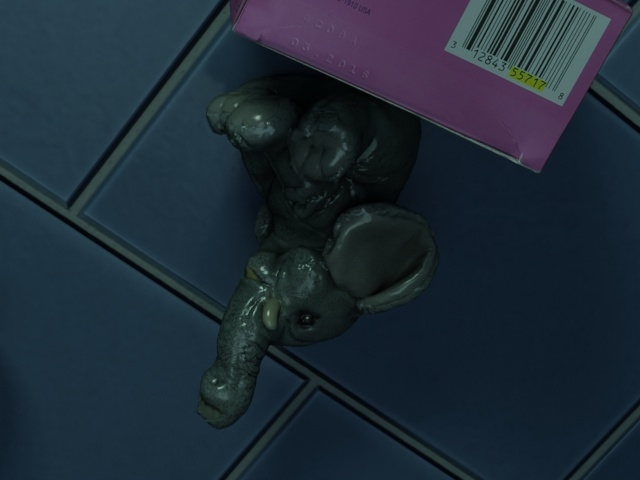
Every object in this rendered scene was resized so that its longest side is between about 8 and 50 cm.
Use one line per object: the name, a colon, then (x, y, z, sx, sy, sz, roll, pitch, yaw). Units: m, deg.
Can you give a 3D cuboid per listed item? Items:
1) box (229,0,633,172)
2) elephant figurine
box: (0.057, -0.174, 0.900, 0.213, 0.243, 0.117, 23, 108, -14)
elephant figurine: (0.000, 0.000, 1.019, 0.186, 0.169, 0.239, -3, 107, 11)
